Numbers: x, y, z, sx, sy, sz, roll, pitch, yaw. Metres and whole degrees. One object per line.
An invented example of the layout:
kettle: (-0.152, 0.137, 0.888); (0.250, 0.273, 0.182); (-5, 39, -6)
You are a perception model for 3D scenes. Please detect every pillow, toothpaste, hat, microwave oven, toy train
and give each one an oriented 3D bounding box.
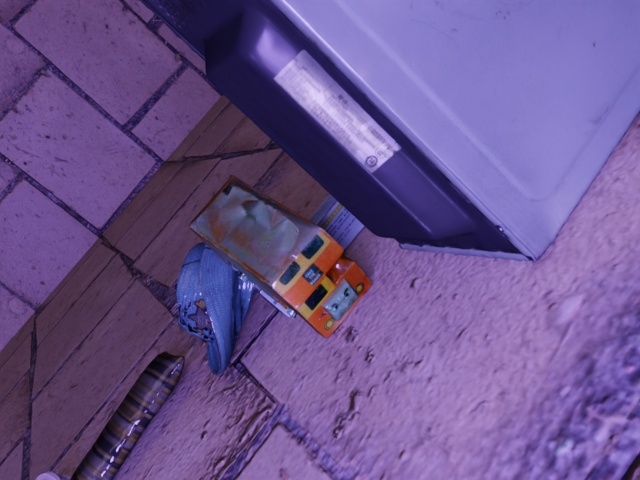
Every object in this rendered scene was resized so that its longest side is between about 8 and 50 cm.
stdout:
pillow: (-0.219, 0.214, 0.859); (0.203, 0.038, 0.113); (-56, 13, -16)
toothpaste: (0.000, 0.000, 0.784); (0.164, 0.046, 0.034); (-51, 21, -7)
hat: (-0.116, 0.051, 0.828); (0.191, 0.077, 0.138); (-75, -8, -51)
microwave oven: (0.049, -0.191, 0.564); (0.286, 0.355, 0.218); (-53, 19, -12)
toy train: (-0.044, 0.011, 0.698); (0.188, 0.099, 0.072); (32, 81, 43)

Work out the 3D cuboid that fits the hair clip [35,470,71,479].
hair clip: (-0.353, 0.355, 0.852); (0.226, 0.034, 0.072); (-57, -9, -28)
